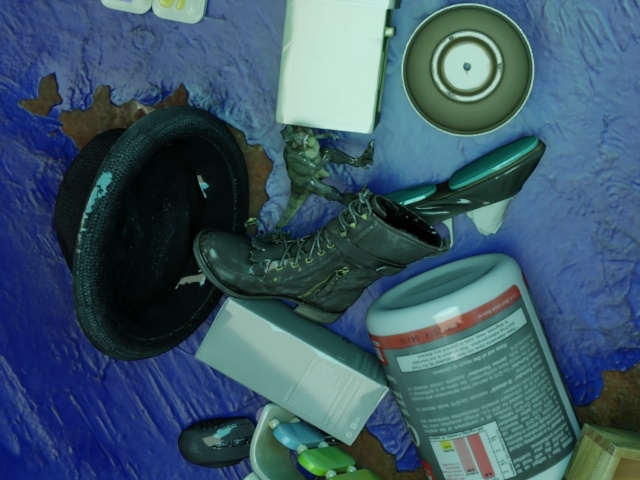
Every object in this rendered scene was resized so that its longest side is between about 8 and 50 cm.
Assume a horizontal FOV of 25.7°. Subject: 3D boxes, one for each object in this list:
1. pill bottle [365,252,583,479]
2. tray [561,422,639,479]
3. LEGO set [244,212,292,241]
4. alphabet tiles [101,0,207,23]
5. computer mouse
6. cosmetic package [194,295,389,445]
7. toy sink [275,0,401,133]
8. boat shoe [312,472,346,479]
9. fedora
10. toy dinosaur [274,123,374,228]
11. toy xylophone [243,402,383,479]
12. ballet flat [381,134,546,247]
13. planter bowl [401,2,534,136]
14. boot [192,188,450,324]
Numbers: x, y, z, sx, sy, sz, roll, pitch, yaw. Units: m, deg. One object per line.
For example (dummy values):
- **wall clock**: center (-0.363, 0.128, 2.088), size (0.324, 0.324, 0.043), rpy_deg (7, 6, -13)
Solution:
- **pill bottle**: center (0.213, 0.217, 1.777), size (0.210, 0.210, 0.363), rpy_deg (-21, 99, 9)
- **tray**: center (0.466, 0.358, 1.750), size (0.411, 0.076, 0.203), rpy_deg (14, 103, -28)
- **LEGO set**: center (-0.063, -0.010, 1.853), size (0.054, 0.023, 0.083), rpy_deg (-13, 131, 21)
- **alphabet tiles**: center (-0.195, -0.424, 1.780), size (0.278, 0.021, 0.284), rpy_deg (12, 110, 3)
- **computer mouse**: center (-0.076, 0.270, 1.903), size (0.242, 0.041, 0.071), rpy_deg (-8, 98, 6)
- **cosmetic package**: center (-0.034, 0.157, 1.836), size (0.238, 0.127, 0.107), rpy_deg (32, 102, -2)
- **toy sink**: center (0.028, -0.260, 1.742), size (0.131, 0.153, 0.234), rpy_deg (7, 100, 4)
- **boat shoe**: center (-0.038, 0.380, 1.904), size (0.223, 0.080, 0.073), rpy_deg (-43, 85, 4)
- **fedora**: center (-0.238, -0.022, 1.791), size (0.152, 0.334, 0.334), rpy_deg (22, 104, 36)
- **toy dinosaur**: center (0.004, -0.081, 1.754), size (0.118, 0.268, 0.064), rpy_deg (4, 64, -1)
- **toy xylophone**: center (0.031, 0.330, 1.751), size (0.323, 0.236, 0.081), rpy_deg (37, 99, 12)
- **ballet flat**: center (0.171, -0.045, 1.803), size (0.280, 0.095, 0.096), rpy_deg (-21, 108, 19)
- **planter bowl**: center (0.183, -0.216, 1.755), size (0.162, 0.109, 0.162), rpy_deg (1, 100, 5)
- **boot**: center (0.000, 0.000, 1.749), size (0.263, 0.091, 0.229), rpy_deg (20, 140, -29)
